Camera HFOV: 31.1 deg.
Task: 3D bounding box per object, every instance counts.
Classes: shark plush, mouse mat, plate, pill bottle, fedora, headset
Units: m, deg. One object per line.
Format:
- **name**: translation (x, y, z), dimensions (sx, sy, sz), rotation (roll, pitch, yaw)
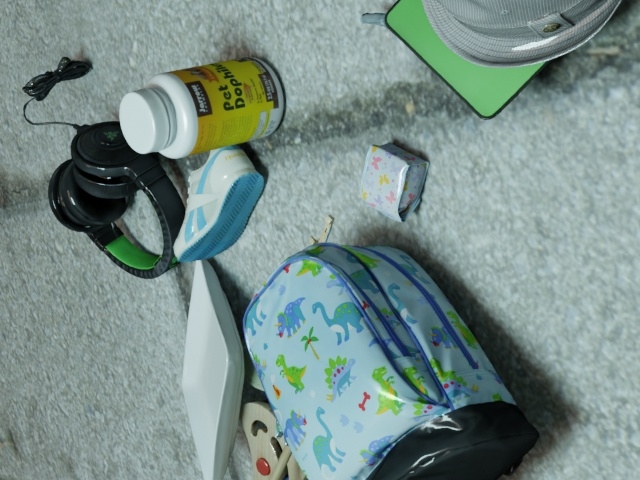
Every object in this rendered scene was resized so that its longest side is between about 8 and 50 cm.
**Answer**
- **shark plush**: translation (0.110, -0.256, 1.345), dimensions (0.161, 0.067, 0.073), rotation (36, 130, 35)
- **mouse mat**: translation (0.175, -0.240, 1.256), dimensions (0.152, 0.007, 0.190), rotation (-45, 65, 9)
- **plate**: translation (-0.167, 0.205, 1.801), dimensions (0.277, 0.045, 0.278), rotation (-114, 28, -54)
- **pill bottle**: translation (-0.164, -0.180, 1.579), dimensions (0.117, 0.215, 0.117), rotation (22, 121, 43)
- **fedora**: translation (0.182, -0.300, 1.149), dimensions (0.275, 0.124, 0.244), rotation (-5, 90, 37)
- **headset**: translation (-0.347, -0.123, 1.917), dimensions (0.394, 0.185, 0.243), rotation (50, 142, 3)

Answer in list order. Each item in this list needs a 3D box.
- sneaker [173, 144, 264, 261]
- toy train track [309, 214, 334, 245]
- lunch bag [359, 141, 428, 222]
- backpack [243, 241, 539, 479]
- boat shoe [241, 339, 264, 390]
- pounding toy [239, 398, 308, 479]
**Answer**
- **sneaker**: translation (-0.163, -0.054, 1.742), dimensions (0.092, 0.087, 0.229), rotation (58, 133, 26)
- **toy train track**: translation (0.000, 0.000, 1.618), dimensions (0.048, 0.014, 0.083), rotation (45, 134, 29)
- **lunch bag**: translation (0.091, -0.073, 1.453), dimensions (0.071, 0.053, 0.083), rotation (30, 116, 37)
- **backpack**: translation (0.063, 0.163, 1.435), dimensions (0.290, 0.273, 0.356), rotation (-51, 40, 39)
- **boat shoe**: translation (-0.036, 0.180, 1.686), dimensions (0.227, 0.068, 0.081), rotation (1, 93, 49)
- **pounding toy**: translation (-0.077, 0.323, 1.723), dimensions (0.154, 0.155, 0.270), rotation (34, 126, 33)
